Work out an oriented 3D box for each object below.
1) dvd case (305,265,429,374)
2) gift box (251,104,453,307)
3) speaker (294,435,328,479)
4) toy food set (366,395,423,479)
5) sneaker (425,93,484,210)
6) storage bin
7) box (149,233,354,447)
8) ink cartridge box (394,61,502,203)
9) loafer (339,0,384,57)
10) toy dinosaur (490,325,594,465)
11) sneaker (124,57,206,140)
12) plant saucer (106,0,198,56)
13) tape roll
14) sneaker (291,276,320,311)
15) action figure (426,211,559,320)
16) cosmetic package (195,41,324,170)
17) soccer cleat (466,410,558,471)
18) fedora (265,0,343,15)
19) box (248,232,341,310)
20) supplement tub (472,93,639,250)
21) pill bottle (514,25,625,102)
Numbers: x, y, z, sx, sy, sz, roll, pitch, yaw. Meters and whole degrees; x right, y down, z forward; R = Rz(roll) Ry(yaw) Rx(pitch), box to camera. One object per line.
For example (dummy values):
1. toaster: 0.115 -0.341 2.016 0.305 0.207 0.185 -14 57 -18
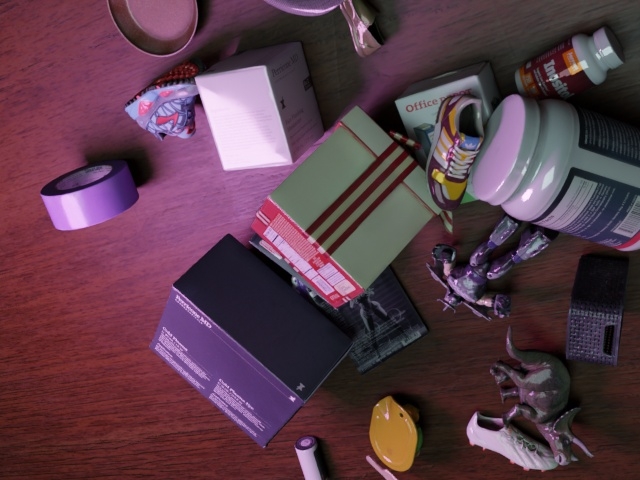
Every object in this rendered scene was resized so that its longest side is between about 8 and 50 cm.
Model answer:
1. dvd case: 0.096 0.141 1.615 0.164 0.018 0.221 -32 104 0
2. gift box: 0.066 -0.045 1.393 0.276 0.258 0.255 44 163 -5
3. speaker: -0.020 0.541 1.932 0.055 0.055 0.136 -3 116 26
4. toy food set: 0.177 0.435 1.778 0.128 0.071 0.218 32 128 35
5. sneaker: 0.214 -0.137 1.255 0.069 0.084 0.186 1 97 -18
6. storage bin: 0.476 0.117 1.375 0.084 0.180 0.122 6 120 21
7. box: -0.153 0.216 1.662 0.343 0.179 0.312 41 146 5
8. ink cartridge box: 0.241 -0.178 1.369 0.154 0.093 0.213 -12 110 30
9. loafer: 0.070 -0.384 1.355 0.050 0.056 0.148 -6 125 27
10. toy dinosaur: 0.423 0.280 1.557 0.160 0.121 0.314 -10 109 16
11. sneaker: -0.269 -0.263 1.544 0.125 0.104 0.261 52 149 -19
12. plant saucer: -0.310 -0.447 1.504 0.198 0.036 0.199 11 123 18
13. tape roll: -0.486 -0.099 1.694 0.188 0.189 0.080 -4 116 27
14. sneaker: 0.021 0.121 1.652 0.104 0.095 0.236 -14 117 26
15. action figure: 0.301 0.046 1.470 0.185 0.099 0.285 34 130 -3
16. cosmetic package: -0.106 -0.244 1.455 0.151 0.151 0.184 -2 118 27
17. soccer cleat: 0.399 0.416 1.659 0.196 0.068 0.076 18 121 19
18. fedora: -0.018 -0.495 1.282 0.275 0.124 0.244 23 123 25
19. box: 0.000 0.000 1.555 0.220 0.051 0.175 38 90 0
20. supplement tub: 0.393 -0.105 1.232 0.272 0.191 0.191 16 127 -11
21. pill bottle: 0.389 -0.267 1.251 0.152 0.086 0.086 -28 104 34
